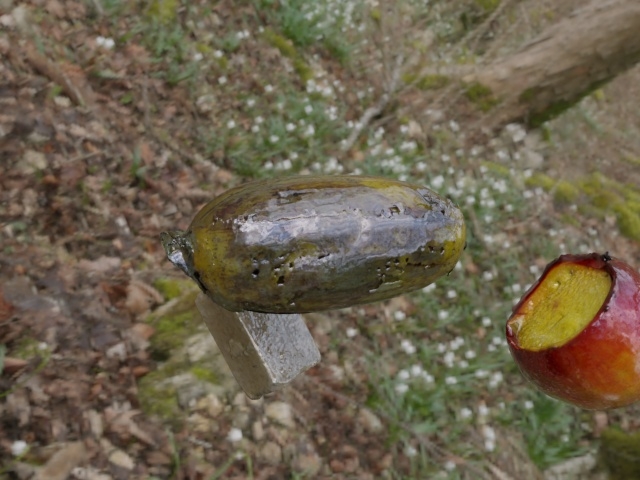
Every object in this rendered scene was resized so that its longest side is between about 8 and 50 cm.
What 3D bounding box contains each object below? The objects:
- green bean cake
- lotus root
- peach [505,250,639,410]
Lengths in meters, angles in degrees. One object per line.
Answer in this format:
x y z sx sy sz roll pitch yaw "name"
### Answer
-0.090 0.127 1.396 0.109 0.085 0.179 -28 91 -44 "green bean cake"
0.000 0.000 1.222 0.397 0.196 0.179 -6 83 -15 "lotus root"
0.316 0.105 1.157 0.226 0.190 0.196 45 36 -61 "peach"
